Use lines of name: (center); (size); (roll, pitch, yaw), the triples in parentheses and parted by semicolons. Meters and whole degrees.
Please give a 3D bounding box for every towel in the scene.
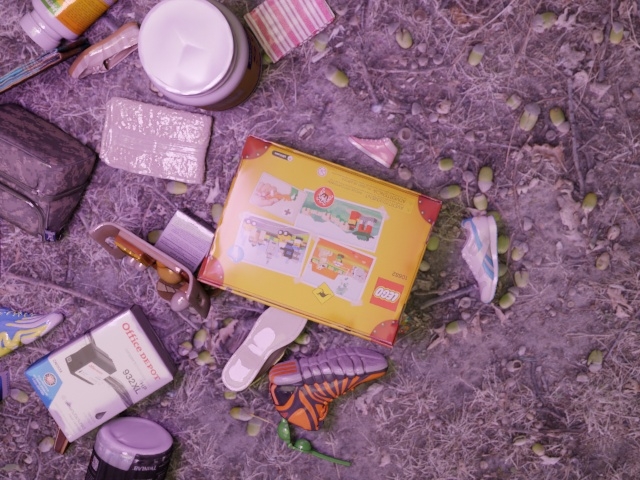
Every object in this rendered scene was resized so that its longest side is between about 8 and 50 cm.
towel: (-0.079, -0.564, 1.609); (0.197, 0.029, 0.144); (-34, 95, 7)
towel: (-0.429, -0.261, 1.659); (0.282, 0.049, 0.187); (11, 99, 1)
towel: (-0.756, -0.390, 1.546); (0.370, 0.271, 0.040); (-25, 113, 5)

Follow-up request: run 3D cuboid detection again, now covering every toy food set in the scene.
toy food set: (-0.420, 0.082, 1.589); (0.306, 0.220, 0.092); (30, 75, 12)

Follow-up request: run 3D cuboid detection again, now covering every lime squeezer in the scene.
lime squeezer: (-0.051, 0.536, 1.766); (0.110, 0.059, 0.310); (-40, 95, -25)

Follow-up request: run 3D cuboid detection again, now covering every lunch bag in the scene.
lunch bag: (-0.758, -0.162, 1.617); (0.305, 0.212, 0.256); (29, 115, -1)

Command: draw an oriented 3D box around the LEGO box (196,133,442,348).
LEGO box: (0.000, 0.000, 1.586); (0.499, 0.193, 0.373); (20, 91, 0)

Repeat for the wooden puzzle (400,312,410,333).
wooden puzzle: (0.210, 0.211, 1.721); (0.083, 0.006, 0.049); (42, 98, -4)

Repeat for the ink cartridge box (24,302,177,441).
ink cartridge box: (-0.570, 0.342, 1.680); (0.307, 0.129, 0.223); (-31, 96, -7)

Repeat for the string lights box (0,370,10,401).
string lights box: (-0.948, 0.418, 1.674); (0.133, 0.260, 0.077); (0, 98, 3)

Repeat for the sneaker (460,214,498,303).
sneaker: (0.414, 0.050, 1.655); (0.092, 0.087, 0.229); (-3, 91, 10)

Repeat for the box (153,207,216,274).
box: (-0.353, 0.005, 1.682); (0.126, 0.072, 0.137); (34, 98, -3)

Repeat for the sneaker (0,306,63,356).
sneaker: (-0.822, 0.224, 1.726); (0.240, 0.091, 0.126); (-27, 96, 7)

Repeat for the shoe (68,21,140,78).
shoe: (-0.543, -0.471, 1.618); (0.219, 0.076, 0.058); (-34, 92, 5)

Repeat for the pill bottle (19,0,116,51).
pill bottle: (-0.618, -0.587, 1.574); (0.245, 0.136, 0.136); (-40, 95, 7)

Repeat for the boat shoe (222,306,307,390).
boat shoe: (-0.142, 0.272, 1.698); (0.109, 0.091, 0.305); (40, 79, 11)

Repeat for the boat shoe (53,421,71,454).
boat shoe: (-0.699, 0.490, 1.770); (0.073, 0.073, 0.207); (24, 91, -5)

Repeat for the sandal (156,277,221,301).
sandal: (-0.352, 0.133, 1.711); (0.180, 0.049, 0.072); (-1, 71, 2)

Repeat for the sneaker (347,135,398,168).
sneaker: (0.138, -0.247, 1.636); (0.134, 0.051, 0.070); (32, 97, -6)

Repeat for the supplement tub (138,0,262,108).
supplement tub: (-0.273, -0.429, 1.484); (0.240, 0.331, 0.241); (0, 99, 2)

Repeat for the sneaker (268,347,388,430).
sneaker: (0.028, 0.400, 1.706); (0.320, 0.125, 0.180); (-8, 108, -1)

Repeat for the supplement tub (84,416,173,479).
supplement tub: (-0.536, 0.671, 1.720); (0.207, 0.207, 0.338); (18, 98, 0)
